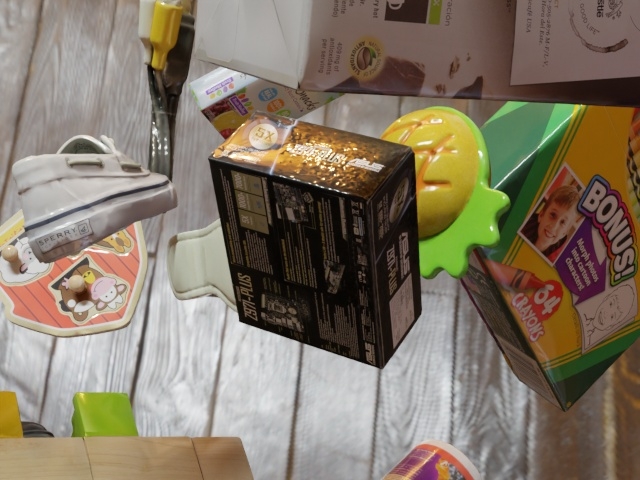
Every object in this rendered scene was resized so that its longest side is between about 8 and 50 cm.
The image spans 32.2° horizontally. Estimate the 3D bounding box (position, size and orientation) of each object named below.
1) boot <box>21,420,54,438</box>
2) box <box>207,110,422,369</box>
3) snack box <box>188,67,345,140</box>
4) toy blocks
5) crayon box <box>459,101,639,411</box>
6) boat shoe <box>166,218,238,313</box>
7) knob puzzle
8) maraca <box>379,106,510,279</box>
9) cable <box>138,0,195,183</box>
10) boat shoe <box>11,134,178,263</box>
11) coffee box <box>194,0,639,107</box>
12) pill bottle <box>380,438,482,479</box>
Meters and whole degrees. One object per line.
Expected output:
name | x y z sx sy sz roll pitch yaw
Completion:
boot | -0.478 0.217 1.394 0.246 0.094 0.207 -13 54 -24
box | 0.000 0.000 0.913 0.147 0.180 0.077 15 43 26
snack box | -0.044 -0.150 1.080 0.141 0.100 0.037 -27 67 6
toy blocks | -0.230 0.286 0.950 0.381 0.261 0.191 5 42 -30
crayon box | 0.314 -0.022 1.333 0.313 0.363 0.106 -42 39 -10
boat shoe | -0.083 0.025 1.269 0.091 0.305 0.109 -6 92 -29
knob puzzle | -0.285 0.026 1.273 0.213 0.030 0.213 0 69 1
maraca | 0.107 -0.046 1.013 0.099 0.127 0.186 21 32 -39
cable | -0.205 -0.181 1.345 0.072 0.139 0.287 9 96 -22
boat shoe | -0.160 -0.043 0.812 0.083 0.226 0.076 -20 96 4
coffee box | 0.088 -0.157 0.721 0.297 0.168 0.119 -1 105 -27
pill bottle | 0.096 0.329 1.291 0.108 0.108 0.193 47 55 8
